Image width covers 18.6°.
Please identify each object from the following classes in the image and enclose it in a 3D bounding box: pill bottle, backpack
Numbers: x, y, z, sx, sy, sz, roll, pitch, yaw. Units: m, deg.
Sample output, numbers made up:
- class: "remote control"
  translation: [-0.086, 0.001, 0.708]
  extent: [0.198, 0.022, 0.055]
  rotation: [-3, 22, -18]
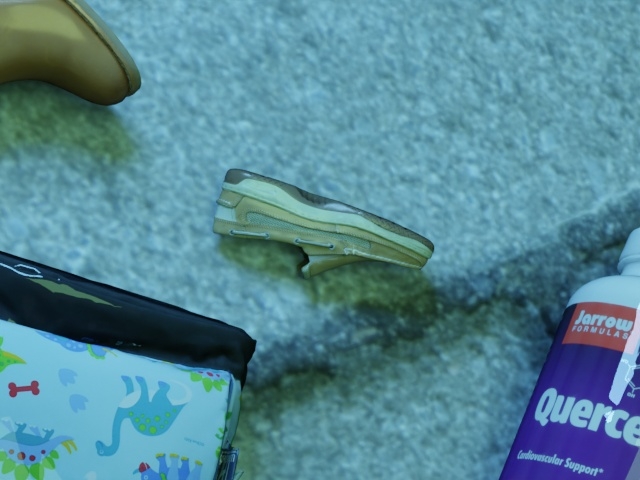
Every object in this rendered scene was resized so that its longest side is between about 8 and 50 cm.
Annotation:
- class: "pill bottle"
  translation: [0.264, 0.157, 1.646]
  extent: [0.182, 0.181, 0.323]
  rotation: [26, 74, -11]
- class: "backpack"
  translation: [-0.208, 0.205, 1.480]
  extent: [0.290, 0.273, 0.355]
  rotation: [19, 87, -19]

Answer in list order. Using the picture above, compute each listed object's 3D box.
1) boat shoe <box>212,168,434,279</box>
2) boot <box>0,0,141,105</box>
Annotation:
- class: "boat shoe"
  translation: [0.000, 0.000, 1.664]
  extent: [0.190, 0.068, 0.072]
  rotation: [18, 87, -3]
- class: "boot"
  translation: [-0.301, -0.129, 1.545]
  extent: [0.283, 0.109, 0.220]
  rotation: [34, 65, -19]
